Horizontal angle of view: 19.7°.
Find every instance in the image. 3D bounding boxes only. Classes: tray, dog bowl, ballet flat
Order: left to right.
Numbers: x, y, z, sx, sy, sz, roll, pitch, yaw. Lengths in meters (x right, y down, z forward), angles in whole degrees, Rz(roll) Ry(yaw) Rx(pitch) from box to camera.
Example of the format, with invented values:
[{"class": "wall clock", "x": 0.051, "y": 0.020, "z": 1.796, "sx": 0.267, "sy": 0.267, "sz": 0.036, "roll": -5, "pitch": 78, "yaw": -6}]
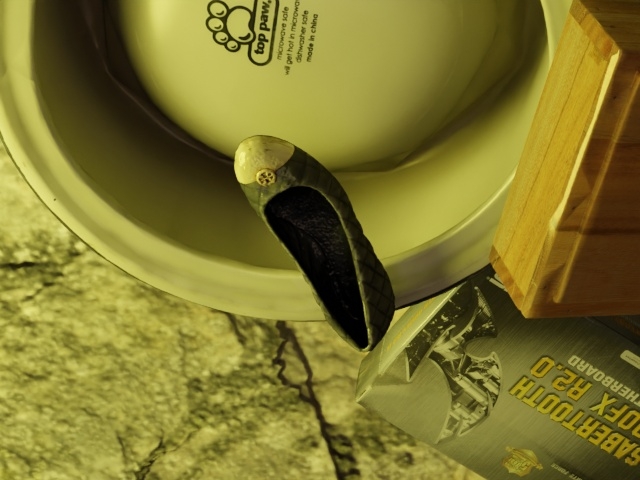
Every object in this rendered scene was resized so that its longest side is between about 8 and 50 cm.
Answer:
[{"class": "dog bowl", "x": -0.016, "y": -0.150, "z": 1.238, "sx": 0.407, "sy": 0.150, "sz": 0.408, "roll": 3, "pitch": 125, "yaw": 5}, {"class": "ballet flat", "x": 0.000, "y": 0.000, "z": 1.218, "sx": 0.057, "sy": 0.049, "sz": 0.173, "roll": -26, "pitch": 117, "yaw": 21}, {"class": "tray", "x": 0.332, "y": -0.051, "z": 1.215, "sx": 0.410, "sy": 0.076, "sz": 0.203, "roll": -2, "pitch": 128, "yaw": -23}]

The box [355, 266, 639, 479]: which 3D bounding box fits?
[{"class": "box", "x": 0.171, "y": 0.110, "z": 1.448, "sx": 0.231, "sy": 0.056, "sz": 0.183, "roll": 32, "pitch": 121, "yaw": -14}]
